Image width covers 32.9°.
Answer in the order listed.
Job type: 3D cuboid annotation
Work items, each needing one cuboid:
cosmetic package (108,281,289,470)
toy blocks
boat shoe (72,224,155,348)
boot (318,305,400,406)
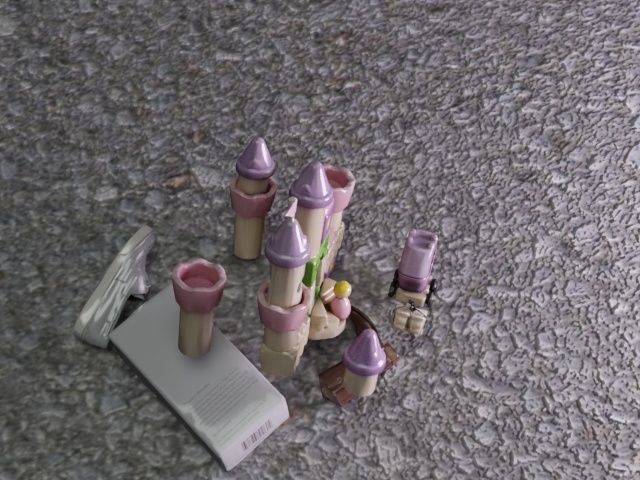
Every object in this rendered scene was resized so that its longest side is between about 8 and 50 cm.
[{"bbox_3d":[-0.161,0.180,1.439,0.117,0.085,0.231,-39,68,-16],"label":"cosmetic package"},{"bbox_3d":[0.000,0.000,1.375,0.309,0.260,0.288,14,36,7],"label":"toy blocks"},{"bbox_3d":[-0.271,0.065,1.508,0.063,0.066,0.184,30,66,-1],"label":"boat shoe"},{"bbox_3d":[0.033,0.158,1.474,0.114,0.037,0.106,-36,67,-10],"label":"boot"}]
